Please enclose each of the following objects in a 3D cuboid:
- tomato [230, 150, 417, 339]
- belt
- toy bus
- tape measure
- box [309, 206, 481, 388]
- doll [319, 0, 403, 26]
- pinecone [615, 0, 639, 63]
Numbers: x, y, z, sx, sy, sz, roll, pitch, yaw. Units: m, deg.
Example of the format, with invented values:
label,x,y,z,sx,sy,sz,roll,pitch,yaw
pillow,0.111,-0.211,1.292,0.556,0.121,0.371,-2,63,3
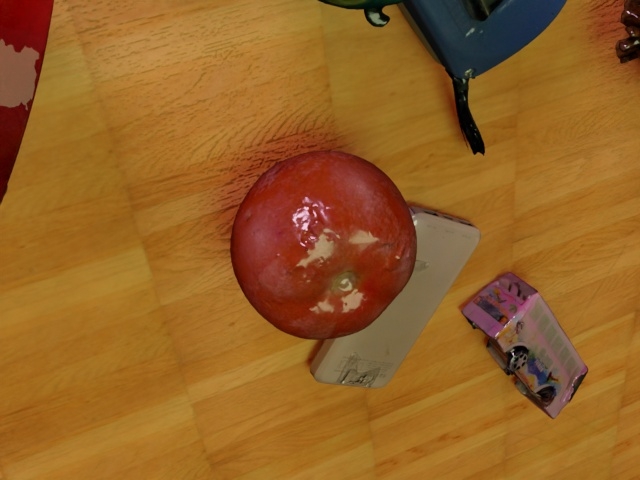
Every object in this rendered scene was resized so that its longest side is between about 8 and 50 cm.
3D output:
label,x,y,z,sx,sy,sz,roll,pitch,yaw
tomato,0.000,0.000,0.941,0.208,0.184,0.208,-9,124,-14
belt,-0.308,-0.119,0.676,0.115,0.227,0.324,12,129,-30
toy bus,0.321,0.167,1.289,0.112,0.090,0.274,-45,132,-4
tape measure,0.198,-0.250,0.930,0.215,0.098,0.351,-39,133,4
box,0.102,0.087,1.149,0.142,0.044,0.285,14,114,-36
doll,0.033,-0.332,0.688,0.199,0.186,0.322,0,122,7
pinecone,0.489,-0.245,0.987,0.257,0.243,0.243,-6,125,-36
